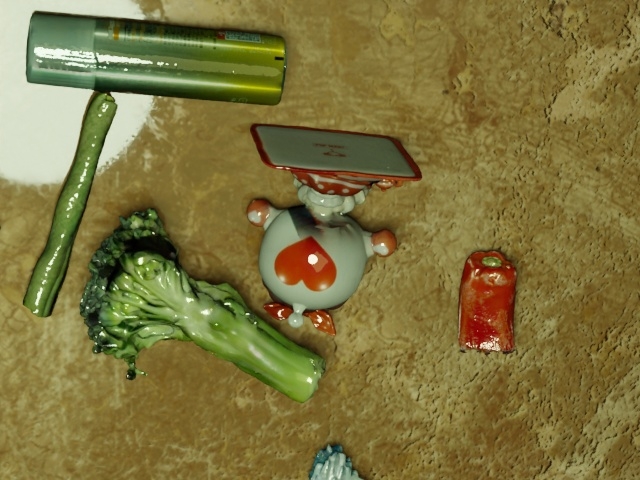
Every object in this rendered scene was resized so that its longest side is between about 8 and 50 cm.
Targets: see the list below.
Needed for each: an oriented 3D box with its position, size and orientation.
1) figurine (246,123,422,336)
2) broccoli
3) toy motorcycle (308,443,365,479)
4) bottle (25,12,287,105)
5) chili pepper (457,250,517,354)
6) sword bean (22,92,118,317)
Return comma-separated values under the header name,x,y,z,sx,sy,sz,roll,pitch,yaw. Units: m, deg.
name,x,y,z,sx,sy,sz,roll,pitch,yaw
figurine,0.000,0.000,1.560,0.183,0.160,0.226,5,110,-12
broccoli,-0.129,0.094,1.533,0.304,0.145,0.165,30,107,-11
toy motorcycle,0.054,0.343,1.653,0.239,0.108,0.204,-14,104,-8
bottle,-0.184,-0.203,1.501,0.286,0.082,0.082,4,101,-12
chili pepper,0.208,0.075,1.648,0.070,0.073,0.123,-16,113,-51
sword bean,-0.285,-0.042,1.536,0.038,0.043,0.269,18,99,-9
